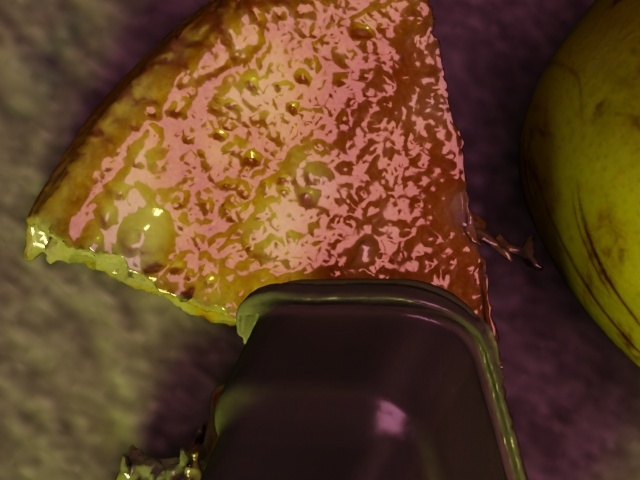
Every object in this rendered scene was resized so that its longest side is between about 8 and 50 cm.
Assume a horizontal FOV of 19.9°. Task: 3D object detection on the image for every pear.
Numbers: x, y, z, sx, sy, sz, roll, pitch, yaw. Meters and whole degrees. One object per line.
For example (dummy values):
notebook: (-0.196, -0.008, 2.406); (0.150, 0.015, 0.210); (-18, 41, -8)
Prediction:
pear: (0.248, -0.033, 0.960); (0.284, 0.283, 0.283); (0, 90, -11)

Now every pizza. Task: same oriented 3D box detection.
pizza: (0.000, 0.000, 1.006); (0.280, 0.075, 0.287); (-34, 98, -6)

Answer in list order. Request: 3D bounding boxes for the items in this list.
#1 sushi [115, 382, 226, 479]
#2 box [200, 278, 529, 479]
sushi: (-0.076, 0.185, 0.975); (0.103, 0.097, 0.226); (18, 71, -16)
box: (0.024, 0.170, 0.896); (0.138, 0.178, 0.274); (-2, 127, 27)
